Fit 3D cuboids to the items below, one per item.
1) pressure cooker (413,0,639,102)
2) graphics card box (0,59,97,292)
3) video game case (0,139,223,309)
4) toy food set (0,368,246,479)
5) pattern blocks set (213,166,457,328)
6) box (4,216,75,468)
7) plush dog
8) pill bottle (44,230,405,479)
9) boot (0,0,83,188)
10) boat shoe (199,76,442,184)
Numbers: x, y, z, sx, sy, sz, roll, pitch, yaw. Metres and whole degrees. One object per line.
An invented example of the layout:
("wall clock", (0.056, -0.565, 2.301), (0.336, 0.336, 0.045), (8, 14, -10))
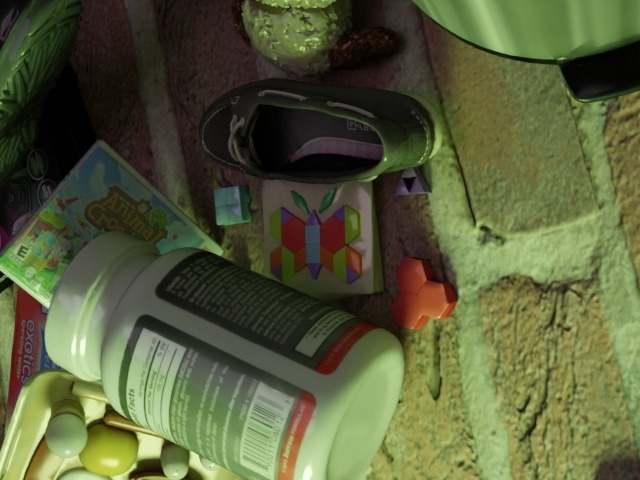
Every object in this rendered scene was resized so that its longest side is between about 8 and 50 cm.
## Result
("pressure cooker", (0.197, -0.349, 1.165), (0.375, 0.420, 0.370), (29, 91, 14))
("graphics card box", (-0.456, -0.070, 1.934), (0.371, 0.094, 0.233), (-31, 71, 36))
("video game case", (-0.251, 0.018, 1.645), (0.193, 0.212, 0.023), (-50, 26, -8))
("toy food set", (-0.239, 0.295, 1.654), (0.092, 0.306, 0.220), (-104, 34, -66))
("pattern blocks set", (0.000, 0.000, 1.584), (0.325, 0.026, 0.285), (-20, 78, 40))
("box", (-0.295, 0.126, 1.767), (0.154, 0.142, 0.300), (14, 101, 40))
("plush dog", (-0.025, -0.285, 1.511), (0.262, 0.210, 0.225), (26, 135, 39))
("pill bottle", (-0.108, 0.131, 1.509), (0.363, 0.210, 0.210), (24, 107, 22))
("boot", (-0.537, -0.293, 1.682), (0.445, 0.146, 0.367), (37, 132, 3))
("boat shoe", (-0.026, -0.119, 1.513), (0.335, 0.095, 0.112), (3, 109, 38))
